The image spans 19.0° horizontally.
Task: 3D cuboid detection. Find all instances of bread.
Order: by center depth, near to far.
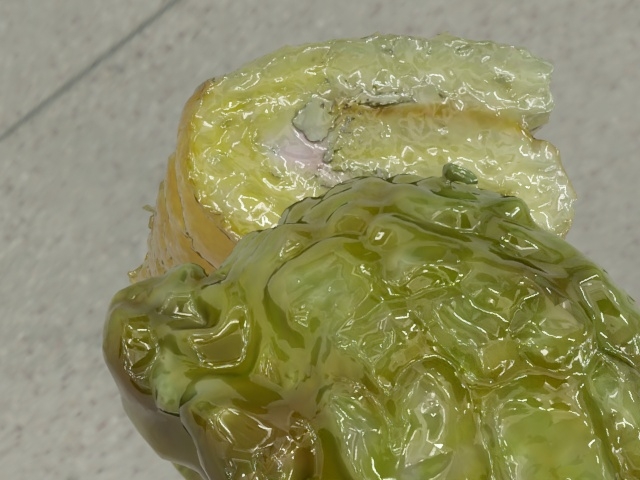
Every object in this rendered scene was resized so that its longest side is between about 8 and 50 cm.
[{"bbox_3d":[0.000,0.000,1.231,0.236,0.375,0.165,-4,74,-10],"label":"bread"}]

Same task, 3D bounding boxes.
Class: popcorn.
[{"bbox_3d":[0.025,0.085,0.822,0.251,0.206,0.237,5,85,9],"label":"popcorn"}]
